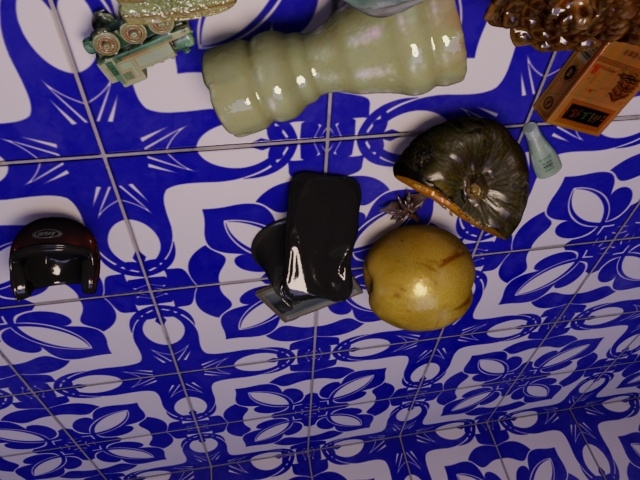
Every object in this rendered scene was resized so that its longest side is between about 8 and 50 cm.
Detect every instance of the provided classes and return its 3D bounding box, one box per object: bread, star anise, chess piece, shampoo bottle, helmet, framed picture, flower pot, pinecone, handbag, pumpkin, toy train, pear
[{"bbox_3d":[-0.231,-0.427,0.814,0.196,0.138,0.102,-7,149,-7],"label":"bread"},{"bbox_3d":[0.218,-0.085,1.376,0.129,0.056,0.124,-2,139,-13],"label":"star anise"},{"bbox_3d":[0.019,-0.330,0.933,0.441,0.234,0.234,-16,139,10],"label":"chess piece"},{"bbox_3d":[0.563,-0.231,1.314,0.069,0.041,0.190,-26,138,22],"label":"shampoo bottle"},{"bbox_3d":[-0.616,0.044,1.199,0.189,0.193,0.216,-3,150,-15],"label":"helmet"},{"bbox_3d":[-0.031,0.162,1.618,0.289,0.016,0.213,-22,140,11],"label":"framed picture"},{"bbox_3d":[-0.068,0.065,1.404,0.235,0.148,0.235,-7,138,-6],"label":"flower pot"},{"bbox_3d":[0.426,-0.496,0.786,0.383,0.385,0.385,-7,139,-6],"label":"pinecone"},{"bbox_3d":[0.000,0.003,1.282,0.191,0.075,0.333,5,94,-21],"label":"handbag"},{"bbox_3d":[0.349,-0.165,1.169,0.324,0.242,0.232,27,98,-17],"label":"pumpkin"},{"bbox_3d":[-0.316,-0.360,0.917,0.193,0.081,0.125,-20,149,4],"label":"toy train"},{"bbox_3d":[0.271,0.103,1.424,0.313,0.315,0.315,-7,139,-6],"label":"pear"}]

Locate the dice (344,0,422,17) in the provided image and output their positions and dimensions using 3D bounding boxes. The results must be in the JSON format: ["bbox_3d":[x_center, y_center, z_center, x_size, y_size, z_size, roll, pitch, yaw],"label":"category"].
[{"bbox_3d":[0.061,-0.513,0.631,0.348,0.331,0.328,26,123,-34],"label":"dice"}]

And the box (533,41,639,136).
[{"bbox_3d":[0.637,-0.374,1.145,0.174,0.076,0.274,8,135,-21],"label":"box"}]
